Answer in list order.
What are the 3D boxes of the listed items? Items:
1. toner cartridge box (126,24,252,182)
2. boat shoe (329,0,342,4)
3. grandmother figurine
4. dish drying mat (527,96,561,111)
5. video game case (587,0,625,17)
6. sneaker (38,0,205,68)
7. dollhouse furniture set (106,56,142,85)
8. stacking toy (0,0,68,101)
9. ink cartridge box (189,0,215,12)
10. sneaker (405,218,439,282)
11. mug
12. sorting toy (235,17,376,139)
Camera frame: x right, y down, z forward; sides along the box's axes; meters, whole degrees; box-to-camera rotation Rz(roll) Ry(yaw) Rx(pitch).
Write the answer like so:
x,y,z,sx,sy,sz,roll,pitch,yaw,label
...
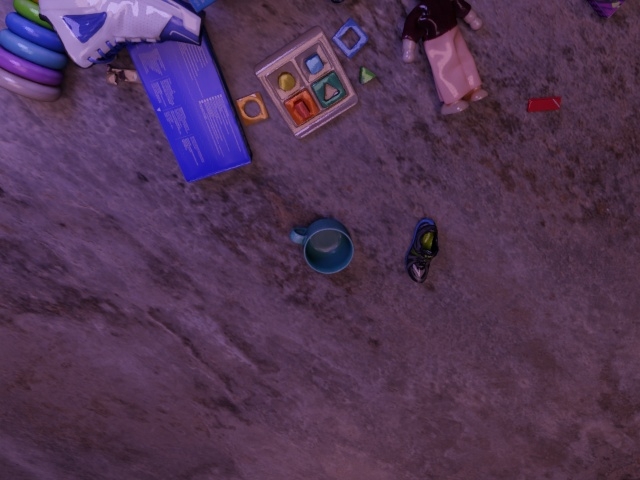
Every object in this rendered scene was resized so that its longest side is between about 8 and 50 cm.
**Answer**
x,y,z,sx,sy,sz,roll,pitch,yaw,label
-0.288,-0.321,1.014,0.165,0.075,0.348,-17,116,1,toner cartridge box
-0.007,-0.567,0.923,0.183,0.083,0.065,41,105,-21,boat shoe
0.260,-0.458,1.001,0.207,0.104,0.343,-35,114,-20,grandmother figurine
0.560,-0.341,1.131,0.083,0.008,0.032,-6,116,-4,dish drying mat
0.631,-0.645,0.966,0.232,0.042,0.210,35,115,-20,video game case
-0.387,-0.409,0.865,0.315,0.128,0.182,16,119,-12,sneaker
-0.415,-0.394,0.971,0.081,0.091,0.115,-1,113,-22,dollhouse furniture set
-0.548,-0.455,0.898,0.141,0.141,0.331,24,107,-16,stacking toy
-0.145,-0.588,0.809,0.307,0.223,0.129,-28,143,7,ink cartridge box
0.281,0.036,1.239,0.066,0.078,0.188,4,115,-8,sneaker
0.010,-0.002,1.183,0.129,0.097,0.158,-33,113,10,mug
-0.031,-0.355,1.040,0.347,0.047,0.196,-30,114,9,sorting toy
